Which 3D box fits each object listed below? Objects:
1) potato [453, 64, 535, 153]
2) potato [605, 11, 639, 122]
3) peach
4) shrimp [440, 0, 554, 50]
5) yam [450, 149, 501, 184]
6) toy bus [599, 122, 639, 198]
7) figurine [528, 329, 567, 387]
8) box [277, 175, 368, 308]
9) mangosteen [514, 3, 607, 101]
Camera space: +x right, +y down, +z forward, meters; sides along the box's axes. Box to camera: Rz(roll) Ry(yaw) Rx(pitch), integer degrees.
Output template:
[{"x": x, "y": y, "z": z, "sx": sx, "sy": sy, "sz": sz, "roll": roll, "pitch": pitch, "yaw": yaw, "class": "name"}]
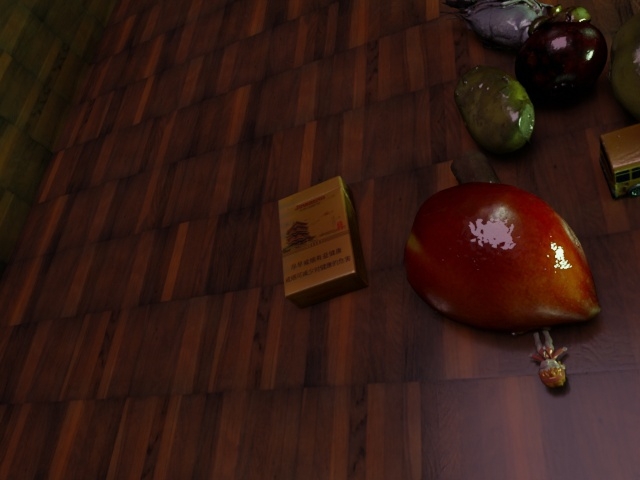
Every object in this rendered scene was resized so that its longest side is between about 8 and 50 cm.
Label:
[{"x": 0.373, "y": -0.280, "z": 1.145, "sx": 0.149, "sy": 0.113, "sz": 0.251, "roll": -62, "pitch": 39, "yaw": 35, "class": "potato"}, {"x": 0.637, "y": -0.327, "z": 1.012, "sx": 0.169, "sy": 0.143, "sz": 0.248, "roll": -6, "pitch": 67, "yaw": 23, "class": "potato"}, {"x": 0.302, "y": 0.025, "z": 0.941, "sx": 0.362, "sy": 0.201, "sz": 0.257, "roll": 28, "pitch": 77, "yaw": 42, "class": "peach"}, {"x": 0.430, "y": -0.543, "z": 1.285, "sx": 0.343, "sy": 0.116, "sz": 0.145, "roll": 33, "pitch": 81, "yaw": 33, "class": "shrimp"}, {"x": 0.324, "y": -0.126, "z": 1.109, "sx": 0.084, "sy": 0.084, "sz": 0.127, "roll": -26, "pitch": 52, "yaw": 15, "class": "yam"}, {"x": 0.608, "y": -0.160, "z": 0.937, "sx": 0.201, "sy": 0.114, "sz": 0.098, "roll": -15, "pitch": 56, "yaw": 23, "class": "toy bus"}, {"x": 0.383, "y": 0.197, "z": 0.896, "sx": 0.064, "sy": 0.047, "sz": 0.109, "roll": -24, "pitch": 31, "yaw": 25, "class": "figurine"}, {"x": 0.000, "y": 0.000, "z": 1.228, "sx": 0.174, "sy": 0.076, "sz": 0.274, "roll": -20, "pitch": 53, "yaw": 17, "class": "box"}, {"x": 0.491, "y": -0.389, "z": 1.103, "sx": 0.200, "sy": 0.200, "sz": 0.199, "roll": -15, "pitch": 55, "yaw": 23, "class": "mangosteen"}]
